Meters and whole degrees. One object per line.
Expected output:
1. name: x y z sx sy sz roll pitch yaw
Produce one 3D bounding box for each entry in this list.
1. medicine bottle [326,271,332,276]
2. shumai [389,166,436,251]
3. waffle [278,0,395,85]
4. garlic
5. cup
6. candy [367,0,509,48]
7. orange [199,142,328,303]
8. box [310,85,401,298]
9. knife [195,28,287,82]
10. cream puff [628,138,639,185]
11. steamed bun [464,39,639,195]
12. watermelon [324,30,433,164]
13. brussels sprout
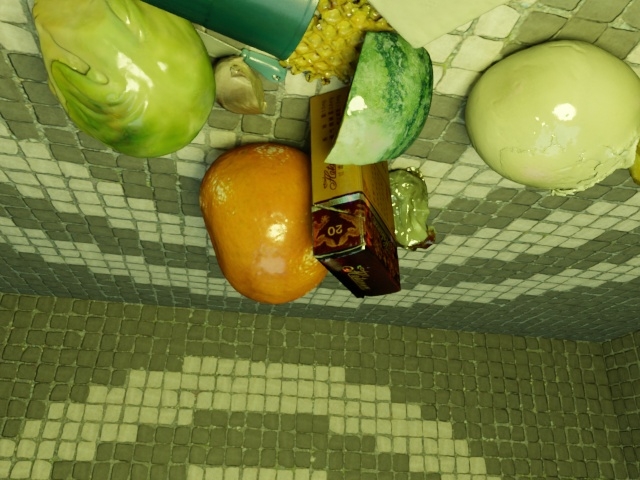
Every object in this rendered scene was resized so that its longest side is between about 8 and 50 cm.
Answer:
1. medicine bottle: 0.000 0.000 1.578 0.232 0.237 0.238 -13 151 29
2. shumai: 0.221 -0.068 1.458 0.189 0.218 0.256 -10 154 5
3. waffle: 0.028 -0.384 0.978 0.229 0.051 0.231 2 156 -7
4. garlic: -0.178 -0.323 1.054 0.102 0.086 0.195 5 169 7
5. cup: -0.135 -0.428 0.671 0.292 0.242 0.308 14 155 -19
6. candy: 0.220 -0.447 0.719 0.359 0.145 0.208 -17 150 36
7. orange: -0.122 -0.051 1.297 0.326 0.423 0.424 -20 159 -15
8. box: 0.078 -0.102 1.141 0.116 0.415 0.264 -12 152 19
9. knife: -0.183 -0.380 1.030 0.244 0.032 0.058 17 164 -20
10. cream puff: 0.770 -0.213 1.039 0.282 0.281 0.185 12 180 -21
11. steamed bun: 0.461 -0.230 1.043 0.312 0.232 0.334 16 154 -21
12. watermelon: 0.118 -0.265 0.991 0.176 0.260 0.256 -7 154 38
13. brussels sprout: -0.356 -0.299 0.928 0.344 0.268 0.344 8 153 4
